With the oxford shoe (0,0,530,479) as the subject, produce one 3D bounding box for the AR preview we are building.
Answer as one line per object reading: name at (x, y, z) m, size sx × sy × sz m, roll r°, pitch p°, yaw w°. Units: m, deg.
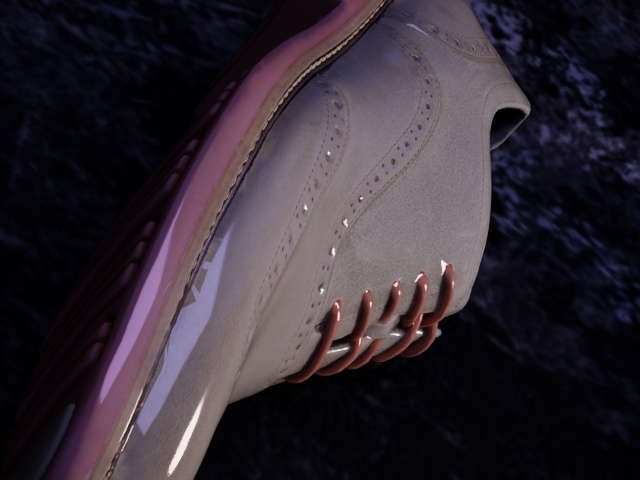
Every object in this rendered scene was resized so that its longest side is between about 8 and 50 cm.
oxford shoe at (0.000, 0.000, 0.763) m, size 0.146 × 0.140 × 0.397 m, roll 38°, pitch 44°, yaw -7°
